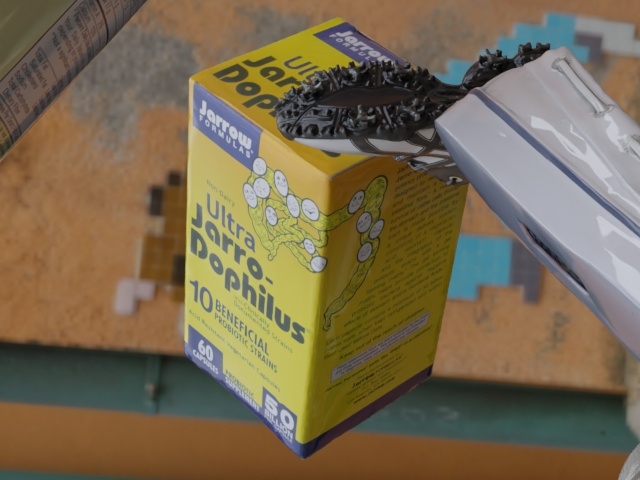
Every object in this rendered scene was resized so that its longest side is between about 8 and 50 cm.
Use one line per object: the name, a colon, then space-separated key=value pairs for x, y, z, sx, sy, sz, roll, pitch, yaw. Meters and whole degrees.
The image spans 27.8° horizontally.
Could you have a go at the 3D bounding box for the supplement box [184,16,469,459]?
supplement box: x=0.000 y=0.000 z=1.267 sx=0.194 sy=0.195 sz=0.356 roll=37 pitch=138 yaw=32

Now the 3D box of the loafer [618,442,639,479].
loafer: x=0.299 y=0.090 z=0.622 sx=0.111 sy=0.319 sz=0.112 roll=59 pitch=-171 yaw=-32

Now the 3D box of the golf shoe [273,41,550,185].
golf shoe: x=0.070 y=-0.069 z=0.851 sx=0.094 sy=0.198 sz=0.077 roll=87 pitch=178 yaw=-45

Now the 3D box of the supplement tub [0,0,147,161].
supplement tub: x=-0.173 y=-0.176 z=0.571 sx=0.325 sy=0.235 sz=0.235 roll=-51 pitch=1 yaw=-13

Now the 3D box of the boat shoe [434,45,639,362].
boat shoe: x=0.144 y=-0.001 z=0.521 sx=0.258 sy=0.084 sz=0.095 roll=51 pitch=179 yaw=39
